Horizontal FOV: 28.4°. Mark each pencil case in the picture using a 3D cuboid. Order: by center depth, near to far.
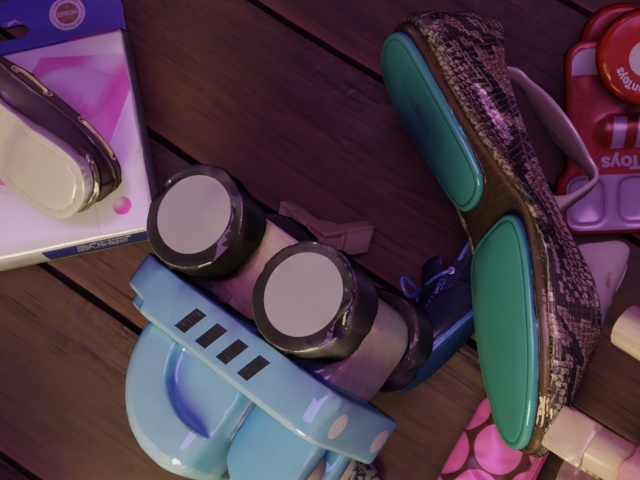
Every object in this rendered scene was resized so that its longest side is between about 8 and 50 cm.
[{"bbox_3d":[0.180,0.256,1.338,0.098,0.095,0.209,21,81,43],"label":"pencil case"}]

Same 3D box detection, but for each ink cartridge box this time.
[{"bbox_3d":[-0.367,-0.132,1.457,0.324,0.071,0.330,-13,80,1],"label":"ink cartridge box"}]

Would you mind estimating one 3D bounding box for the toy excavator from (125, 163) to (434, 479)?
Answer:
[{"bbox_3d":[-0.065,0.219,1.219,0.433,0.222,0.445,35,91,28],"label":"toy excavator"}]

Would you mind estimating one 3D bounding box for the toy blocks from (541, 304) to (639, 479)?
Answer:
[{"bbox_3d":[0.349,0.272,1.177,0.260,0.288,0.309,34,90,34],"label":"toy blocks"}]

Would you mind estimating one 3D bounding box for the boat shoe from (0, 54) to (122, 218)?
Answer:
[{"bbox_3d":[-0.346,-0.140,1.378,0.305,0.091,0.109,40,119,12],"label":"boat shoe"}]

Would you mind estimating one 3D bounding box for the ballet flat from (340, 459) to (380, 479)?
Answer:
[{"bbox_3d":[-0.021,0.225,1.368,0.188,0.070,0.070,28,82,8],"label":"ballet flat"}]

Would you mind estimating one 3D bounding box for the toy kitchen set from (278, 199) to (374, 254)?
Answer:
[{"bbox_3d":[0.000,0.000,1.433,0.083,0.075,0.068,37,124,41],"label":"toy kitchen set"}]

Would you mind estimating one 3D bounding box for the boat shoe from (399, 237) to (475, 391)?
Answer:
[{"bbox_3d":[0.145,0.055,1.386,0.089,0.109,0.258,39,67,17],"label":"boat shoe"}]

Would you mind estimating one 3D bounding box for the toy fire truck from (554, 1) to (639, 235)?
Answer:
[{"bbox_3d":[0.407,-0.131,1.382,0.302,0.169,0.254,-2,103,3],"label":"toy fire truck"}]

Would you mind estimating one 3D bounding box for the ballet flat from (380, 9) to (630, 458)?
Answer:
[{"bbox_3d":[0.211,-0.030,1.288,0.182,0.164,0.483,-10,70,-18],"label":"ballet flat"}]
